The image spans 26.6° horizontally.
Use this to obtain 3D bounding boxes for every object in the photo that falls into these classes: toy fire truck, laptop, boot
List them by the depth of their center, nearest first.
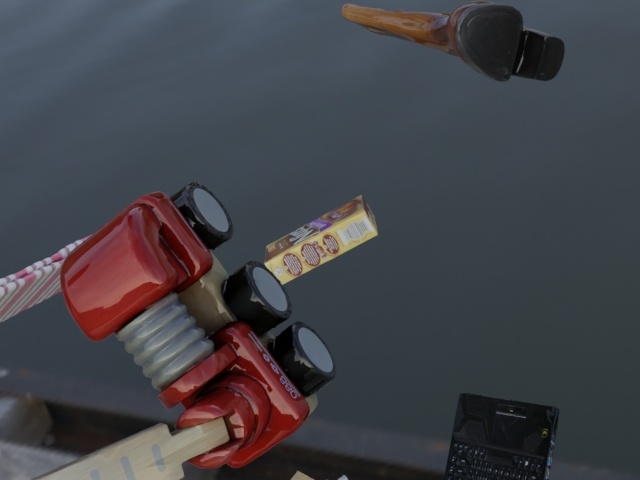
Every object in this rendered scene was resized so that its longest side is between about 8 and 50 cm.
[{"bbox_3d":[-0.128,0.094,1.014,0.158,0.217,0.246,-36,1,18],"label":"toy fire truck"},{"bbox_3d":[0.158,0.315,1.671,0.137,0.264,0.234,14,-7,-24],"label":"laptop"},{"bbox_3d":[0.151,-0.291,1.798,0.280,0.096,0.264,21,17,32],"label":"boot"}]

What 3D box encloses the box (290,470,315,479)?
[{"bbox_3d":[0.070,0.298,1.257,0.021,0.164,0.201,-46,30,-17],"label":"box"}]

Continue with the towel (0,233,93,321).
[{"bbox_3d":[-0.347,0.053,1.571,0.197,0.029,0.144,-30,-6,-44],"label":"towel"}]

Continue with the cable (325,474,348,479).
[{"bbox_3d":[-0.075,0.361,1.566,0.072,0.139,0.287,42,31,28],"label":"cable"}]

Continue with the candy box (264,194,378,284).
[{"bbox_3d":[0.000,0.000,2.228,0.187,0.053,0.109,-29,14,7],"label":"candy box"}]
